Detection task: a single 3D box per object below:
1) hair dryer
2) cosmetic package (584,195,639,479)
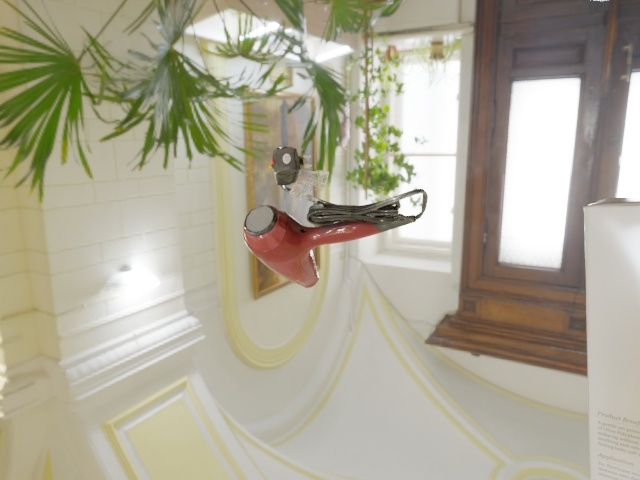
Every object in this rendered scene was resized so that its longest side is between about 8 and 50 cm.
[{"bbox_3d":[0.000,0.000,0.704,0.223,0.080,0.293,18,149,-11],"label":"hair dryer"},{"bbox_3d":[0.451,0.126,0.606,0.196,0.366,0.155,3,-172,40],"label":"cosmetic package"}]
